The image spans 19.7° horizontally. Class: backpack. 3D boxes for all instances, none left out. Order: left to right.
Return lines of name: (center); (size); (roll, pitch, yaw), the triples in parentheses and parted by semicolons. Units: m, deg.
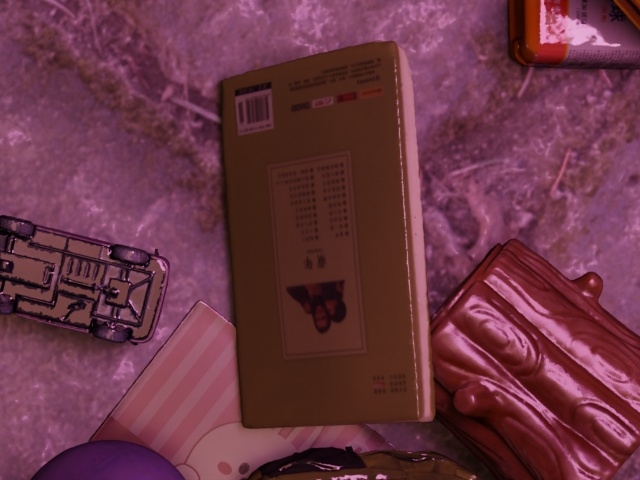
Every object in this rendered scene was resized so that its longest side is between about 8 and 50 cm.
backpack: (0.047, 0.296, 1.770); (0.253, 0.140, 0.207); (-4, 89, -13)

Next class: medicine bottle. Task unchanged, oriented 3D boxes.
medicine bottle: (0.303, -0.246, 1.828); (0.222, 0.112, 0.149); (0, 90, -4)

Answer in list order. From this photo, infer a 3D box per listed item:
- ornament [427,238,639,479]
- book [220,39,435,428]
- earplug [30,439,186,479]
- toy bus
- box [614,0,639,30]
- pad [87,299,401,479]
ornament: (0.197, 0.135, 1.762); (0.217, 0.235, 0.221); (41, 41, 2)
book: (0.000, 0.000, 1.754); (0.035, 0.239, 0.352); (-1, 85, -48)
earplug: (-0.145, 0.399, 1.681); (0.215, 0.215, 0.456); (-21, 98, -5)
toy bus: (-0.246, 0.036, 1.774); (0.199, 0.108, 0.096); (14, 91, -2)
box: (0.340, -0.281, 1.647); (0.193, 0.084, 0.301); (-28, 124, 32)
pad: (-0.062, 0.225, 1.831); (0.300, 0.005, 0.202); (38, 85, -2)
